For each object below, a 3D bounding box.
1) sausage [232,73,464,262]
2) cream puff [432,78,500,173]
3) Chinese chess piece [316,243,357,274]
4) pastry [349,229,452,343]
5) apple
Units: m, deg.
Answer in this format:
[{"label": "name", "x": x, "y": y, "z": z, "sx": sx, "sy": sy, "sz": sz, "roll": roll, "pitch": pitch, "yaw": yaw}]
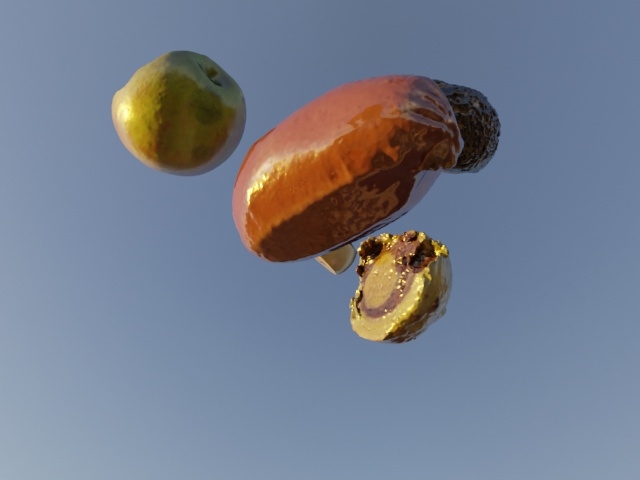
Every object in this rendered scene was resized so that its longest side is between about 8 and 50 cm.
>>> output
[{"label": "sausage", "x": 0.013, "y": -0.064, "z": 0.436, "sx": 0.254, "sy": 0.148, "sz": 0.148, "roll": -26, "pitch": -61, "yaw": 28}, {"label": "cream puff", "x": 0.245, "y": -0.231, "z": 0.899, "sx": 0.239, "sy": 0.239, "sz": 0.164, "roll": 13, "pitch": -68, "yaw": -5}, {"label": "Chinese chess piece", "x": 0.000, "y": 0.000, "z": 0.687, "sx": 0.122, "sy": 0.122, "sz": 0.051, "roll": 43, "pitch": -94, "yaw": -23}, {"label": "pastry", "x": 0.185, "y": 0.112, "z": 0.969, "sx": 0.170, "sy": 0.236, "sz": 0.256, "roll": 20, "pitch": -14, "yaw": -29}, {"label": "apple", "x": -0.271, "y": -0.257, "z": 0.881, "sx": 0.246, "sy": 0.246, "sz": 0.226, "roll": 31, "pitch": -49, "yaw": -16}]
